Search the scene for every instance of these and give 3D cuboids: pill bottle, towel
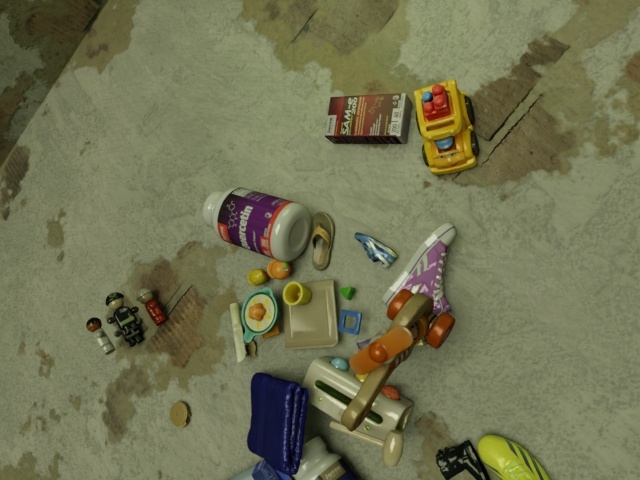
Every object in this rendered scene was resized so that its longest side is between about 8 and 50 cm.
[{"bbox_3d":[0.029,0.664,1.246,0.153,0.153,0.264,-48,66,11],"label":"pill bottle"},{"bbox_3d":[-0.119,0.489,1.302,0.308,0.076,0.227,159,116,-63],"label":"towel"},{"bbox_3d":[-0.201,-0.059,1.461,0.323,0.181,0.181,17,89,27],"label":"pill bottle"}]

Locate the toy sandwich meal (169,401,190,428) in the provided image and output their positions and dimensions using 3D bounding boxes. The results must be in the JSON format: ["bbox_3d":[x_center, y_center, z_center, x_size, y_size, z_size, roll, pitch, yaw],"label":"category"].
[{"bbox_3d":[-0.463,0.576,1.572,0.086,0.029,0.085,-7,75,28],"label":"toy sandwich meal"}]

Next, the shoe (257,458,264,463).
[{"bbox_3d":[-0.144,0.661,1.391,0.077,0.058,0.219,35,102,6],"label":"shoe"}]

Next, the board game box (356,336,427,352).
[{"bbox_3d":[0.199,0.263,1.237,0.170,0.141,0.048,-18,74,22],"label":"board game box"}]

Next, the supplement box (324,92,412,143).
[{"bbox_3d":[0.140,-0.358,1.406,0.240,0.073,0.130,5,84,27],"label":"supplement box"}]

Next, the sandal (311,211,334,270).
[{"bbox_3d":[0.000,0.000,1.428,0.072,0.049,0.180,1,82,26],"label":"sandal"}]

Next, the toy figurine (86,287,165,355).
[{"bbox_3d":[-0.666,0.269,1.618,0.209,0.213,0.148,-39,79,20],"label":"toy figurine"}]

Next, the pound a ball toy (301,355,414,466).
[{"bbox_3d":[0.102,0.414,1.222,0.319,0.208,0.135,22,92,28],"label":"pound a ball toy"}]

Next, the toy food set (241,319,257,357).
[{"bbox_3d":[-0.240,0.314,1.512,0.078,0.019,0.122,-13,84,24],"label":"toy food set"}]

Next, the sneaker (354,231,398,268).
[{"bbox_3d":[0.148,0.026,1.350,0.144,0.053,0.059,35,99,27],"label":"sneaker"}]

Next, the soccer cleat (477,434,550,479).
[{"bbox_3d":[0.476,0.560,1.063,0.289,0.121,0.093,45,102,25],"label":"soccer cleat"}]

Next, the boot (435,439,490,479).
[{"bbox_3d":[0.348,0.562,1.169,0.099,0.045,0.121,-34,62,15],"label":"boot"}]

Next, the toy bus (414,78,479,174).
[{"bbox_3d":[0.319,-0.303,1.234,0.150,0.211,0.220,-10,79,23],"label":"toy bus"}]

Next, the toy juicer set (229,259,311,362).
[{"bbox_3d":[-0.196,0.189,1.434,0.329,0.089,0.209,-43,58,16],"label":"toy juicer set"}]

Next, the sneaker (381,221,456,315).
[{"bbox_3d":[0.303,0.099,1.244,0.161,0.102,0.282,40,110,22],"label":"sneaker"}]

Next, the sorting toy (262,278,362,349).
[{"bbox_3d":[-0.028,0.221,1.405,0.348,0.047,0.195,-11,72,28],"label":"sorting toy"}]

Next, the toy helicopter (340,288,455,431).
[{"bbox_3d":[0.144,0.273,1.050,0.140,0.235,0.355,32,97,25],"label":"toy helicopter"}]

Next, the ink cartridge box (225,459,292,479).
[{"bbox_3d":[-0.183,0.749,1.353,0.311,0.065,0.185,-35,93,15],"label":"ink cartridge box"}]
